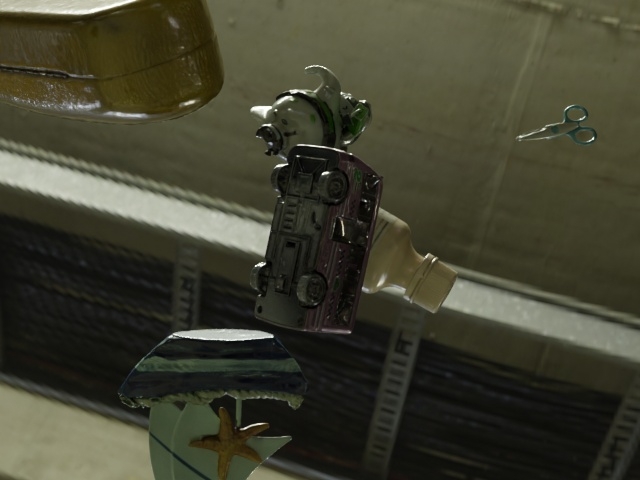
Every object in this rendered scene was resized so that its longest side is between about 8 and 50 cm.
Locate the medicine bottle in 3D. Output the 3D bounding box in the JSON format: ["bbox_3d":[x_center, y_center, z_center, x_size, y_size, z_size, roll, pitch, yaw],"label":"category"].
[{"bbox_3d":[0.067,0.011,1.653,0.252,0.114,0.114,31,-47,8],"label":"medicine bottle"}]

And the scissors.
[{"bbox_3d":[0.307,-0.143,1.563,0.058,0.119,0.014,70,-24,12],"label":"scissors"}]

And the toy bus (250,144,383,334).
[{"bbox_3d":[0.000,0.000,1.180,0.098,0.178,0.086,12,0,-43],"label":"toy bus"}]

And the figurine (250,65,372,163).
[{"bbox_3d":[-0.009,-0.153,1.564,0.147,0.192,0.126,35,-52,25],"label":"figurine"}]

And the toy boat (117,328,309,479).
[{"bbox_3d":[-0.126,0.248,1.394,0.220,0.067,0.291,2,-78,-9],"label":"toy boat"}]

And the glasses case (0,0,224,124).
[{"bbox_3d":[-0.230,-0.197,1.250,0.371,0.173,0.141,15,-53,49],"label":"glasses case"}]
